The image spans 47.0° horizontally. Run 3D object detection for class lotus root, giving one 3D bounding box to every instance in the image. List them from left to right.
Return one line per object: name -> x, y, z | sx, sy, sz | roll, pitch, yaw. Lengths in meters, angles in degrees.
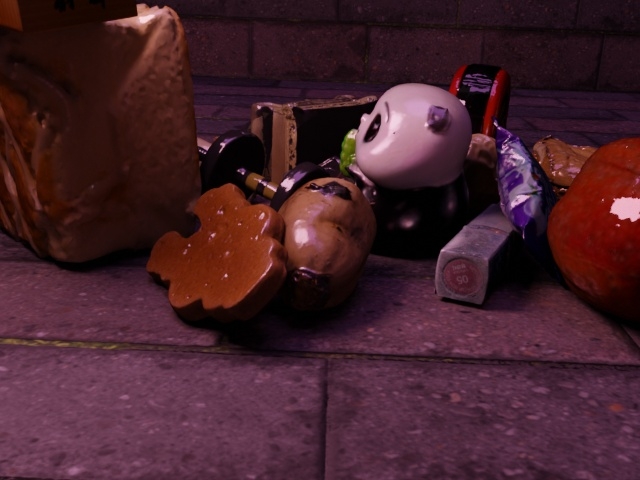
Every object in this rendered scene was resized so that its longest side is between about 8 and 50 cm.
lotus root -> 0.000, 0.000, 0.992 | 0.140, 0.154, 0.257 | 13, 29, 7

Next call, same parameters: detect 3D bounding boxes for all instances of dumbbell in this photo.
dumbbell -> -0.089, -0.084, 1.188 | 0.326, 0.143, 0.143 | 28, 29, 26

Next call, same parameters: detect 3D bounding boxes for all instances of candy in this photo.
candy -> 0.313, -0.061, 1.104 | 0.070, 0.145, 0.275 | -31, 40, 28

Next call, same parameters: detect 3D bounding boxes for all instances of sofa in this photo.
sofa -> -0.024, -0.204, 1.511 | 0.258, 0.199, 0.182 | -14, 27, -35

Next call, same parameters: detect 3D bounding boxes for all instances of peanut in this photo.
peanut -> 0.231, -0.117, 1.352 | 0.233, 0.196, 0.110 | 4, 60, 13

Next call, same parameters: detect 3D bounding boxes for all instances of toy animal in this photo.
toy animal -> 0.134, -0.115, 1.179 | 0.213, 0.266, 0.212 | -3, 23, 1

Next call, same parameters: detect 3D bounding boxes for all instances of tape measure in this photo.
tape measure -> 0.313, -0.232, 1.505 | 0.114, 0.260, 0.253 | 11, 32, 18

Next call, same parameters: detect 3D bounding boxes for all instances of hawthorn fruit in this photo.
hawthorn fruit -> 0.433, -0.013, 0.958 | 0.258, 0.258, 0.262 | -6, -7, -22

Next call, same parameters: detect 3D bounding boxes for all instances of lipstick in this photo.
lipstick -> 0.250, 0.010, 1.103 | 0.076, 0.077, 0.290 | 10, 20, 23

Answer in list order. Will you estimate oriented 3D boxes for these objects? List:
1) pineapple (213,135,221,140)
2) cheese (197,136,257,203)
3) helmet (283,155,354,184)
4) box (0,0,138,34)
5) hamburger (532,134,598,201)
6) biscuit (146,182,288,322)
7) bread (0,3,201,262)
pineapple -> -0.236, -0.270, 1.947 | 0.083, 0.019, 0.045 | -14, 19, -36
cheese -> -0.229, -0.151, 1.365 | 0.249, 0.070, 0.163 | 29, -1, 5
helmet -> 0.031, -0.094, 1.349 | 0.177, 0.107, 0.153 | -11, 17, 21
box -> -0.359, -0.315, 0.924 | 0.152, 0.070, 0.237 | -25, 38, -38
hamburger -> 0.468, -0.081, 1.288 | 0.260, 0.144, 0.283 | 19, 18, 10
biscuit -> -0.129, 0.022, 0.953 | 0.044, 0.186, 0.295 | 44, -2, -32
bread -> -0.389, -0.181, 1.154 | 0.279, 0.389, 0.371 | -23, 34, -34
